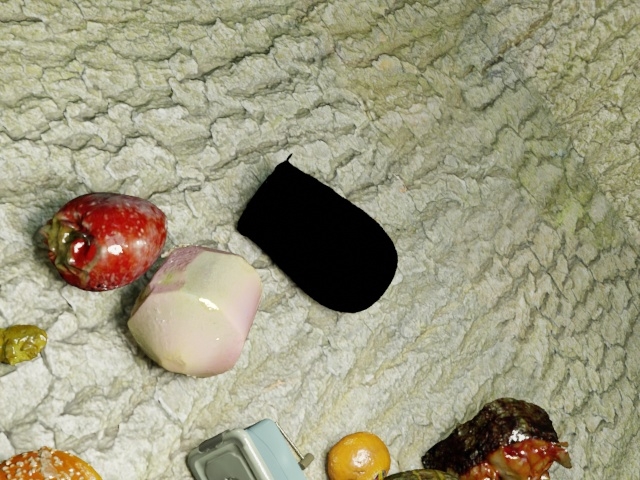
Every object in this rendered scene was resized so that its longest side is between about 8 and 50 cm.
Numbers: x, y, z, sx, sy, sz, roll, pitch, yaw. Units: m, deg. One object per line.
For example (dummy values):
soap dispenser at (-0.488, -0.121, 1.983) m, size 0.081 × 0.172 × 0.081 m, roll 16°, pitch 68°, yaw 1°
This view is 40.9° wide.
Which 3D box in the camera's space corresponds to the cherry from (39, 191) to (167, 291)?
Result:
cherry at (-0.376, -0.005, 1.568) m, size 0.249 × 0.192 × 0.175 m, roll -28°, pitch 115°, yaw -46°

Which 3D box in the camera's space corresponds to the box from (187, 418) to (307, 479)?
box at (-0.122, 0.442, 1.552) m, size 0.227 × 0.162 × 0.130 m, roll 60°, pitch 33°, yaw 3°

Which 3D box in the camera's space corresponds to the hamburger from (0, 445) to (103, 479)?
hamburger at (-0.419, 0.427, 1.305) m, size 0.236 × 0.147 × 0.237 m, roll 24°, pitch 49°, yaw -30°

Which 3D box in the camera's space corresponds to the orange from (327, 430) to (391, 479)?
orange at (0.075, 0.450, 1.739) m, size 0.117 × 0.136 × 0.135 m, roll 33°, pitch 37°, yaw 25°

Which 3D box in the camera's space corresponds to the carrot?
carrot at (0.000, 0.000, 1.868) m, size 0.340 × 0.224 × 0.224 m, roll 38°, pitch 46°, yaw -13°

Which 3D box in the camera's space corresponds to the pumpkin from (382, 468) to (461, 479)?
pumpkin at (0.208, 0.575, 1.678) m, size 0.260 × 0.260 × 0.189 m, roll 33°, pitch 10°, yaw -22°

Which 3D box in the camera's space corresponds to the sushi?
sushi at (0.379, 0.473, 1.834) m, size 0.196 × 0.343 × 0.182 m, roll 17°, pitch 43°, yaw -36°

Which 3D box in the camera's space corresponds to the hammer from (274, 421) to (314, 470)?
hammer at (-0.057, 0.409, 1.727) m, size 0.110 × 0.019 × 0.035 m, roll 51°, pitch 43°, yaw 3°

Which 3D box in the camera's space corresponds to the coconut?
coconut at (-0.236, 0.138, 1.595) m, size 0.233 × 0.233 × 0.245 m, roll 41°, pitch 38°, yaw -15°

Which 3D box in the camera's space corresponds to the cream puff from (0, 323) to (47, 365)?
cream puff at (-0.505, 0.175, 1.446) m, size 0.083 × 0.083 × 0.058 m, roll -49°, pitch 145°, yaw -56°
